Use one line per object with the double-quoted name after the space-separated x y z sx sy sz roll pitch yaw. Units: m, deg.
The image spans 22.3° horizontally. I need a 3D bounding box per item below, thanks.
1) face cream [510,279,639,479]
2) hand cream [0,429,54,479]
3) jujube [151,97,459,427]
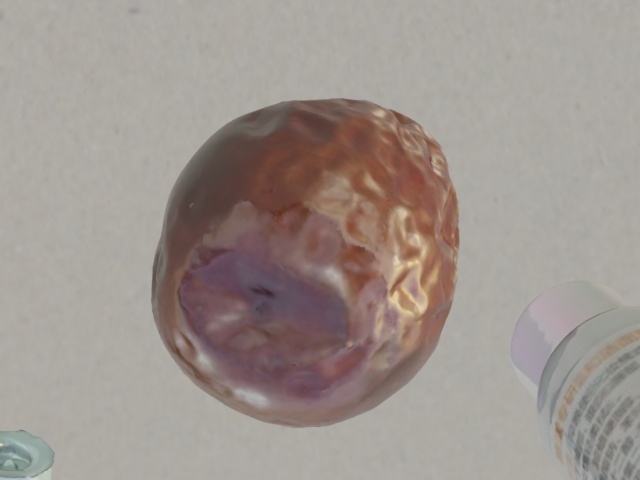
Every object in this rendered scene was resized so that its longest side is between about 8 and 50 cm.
0.136 0.082 0.564 0.082 0.269 0.082 -4 110 -12 "face cream"
-0.204 0.262 0.972 0.085 0.058 0.331 0 119 -25 "hand cream"
0.000 0.000 0.864 0.168 0.236 0.168 4 112 11 "jujube"
